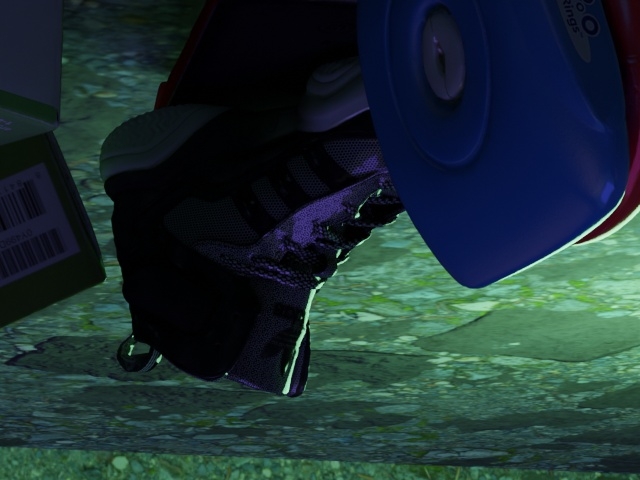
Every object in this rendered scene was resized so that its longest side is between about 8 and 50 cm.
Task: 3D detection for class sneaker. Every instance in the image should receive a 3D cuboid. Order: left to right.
[{"bbox_3d":[0.000,0.000,0.950,0.269,0.153,0.101,-9,163,35],"label":"sneaker"}]

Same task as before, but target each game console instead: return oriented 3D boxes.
[{"bbox_3d":[0.112,-0.080,1.032,0.387,0.060,0.342,3,172,-12],"label":"game console"}]

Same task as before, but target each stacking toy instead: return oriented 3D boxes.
[{"bbox_3d":[0.183,-0.094,0.801,0.302,0.175,0.166,-9,167,-22],"label":"stacking toy"}]

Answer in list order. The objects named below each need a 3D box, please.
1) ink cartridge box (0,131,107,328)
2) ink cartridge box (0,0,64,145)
[{"bbox_3d":[-0.251,0.006,1.077,0.189,0.097,0.255,-25,-168,-17],"label":"ink cartridge box"},{"bbox_3d":[-0.285,-0.097,0.893,0.273,0.114,0.198,-13,162,38],"label":"ink cartridge box"}]
